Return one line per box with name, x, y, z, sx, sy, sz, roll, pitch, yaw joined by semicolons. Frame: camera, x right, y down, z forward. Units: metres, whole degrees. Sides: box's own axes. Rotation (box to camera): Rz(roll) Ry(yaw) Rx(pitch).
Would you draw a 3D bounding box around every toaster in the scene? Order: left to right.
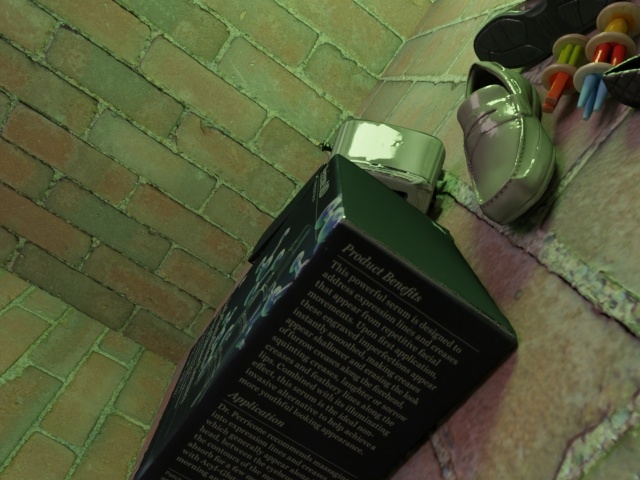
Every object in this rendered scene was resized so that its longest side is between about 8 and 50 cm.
toaster;0.093;-0.110;0.873;0.146;0.227;0.129;-70;-6;-46

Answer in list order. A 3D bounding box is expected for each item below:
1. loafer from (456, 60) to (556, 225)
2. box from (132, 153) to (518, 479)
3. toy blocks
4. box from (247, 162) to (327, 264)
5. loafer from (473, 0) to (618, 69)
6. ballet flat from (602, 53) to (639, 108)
loafer;0.223;-0.139;0.677;0.112;0.112;0.319;-48;14;37
box;-0.010;0.132;0.651;0.395;0.212;0.293;-52;12;16
toy blocks;0.309;-0.193;0.626;0.148;0.054;0.123;-61;13;-20
box;0.000;0.000;1.031;0.261;0.184;0.103;-43;18;46
loafer;0.353;-0.342;0.813;0.084;0.096;0.267;-40;14;-18
ballet flat;0.343;-0.187;0.477;0.173;0.049;0.057;-44;18;45
